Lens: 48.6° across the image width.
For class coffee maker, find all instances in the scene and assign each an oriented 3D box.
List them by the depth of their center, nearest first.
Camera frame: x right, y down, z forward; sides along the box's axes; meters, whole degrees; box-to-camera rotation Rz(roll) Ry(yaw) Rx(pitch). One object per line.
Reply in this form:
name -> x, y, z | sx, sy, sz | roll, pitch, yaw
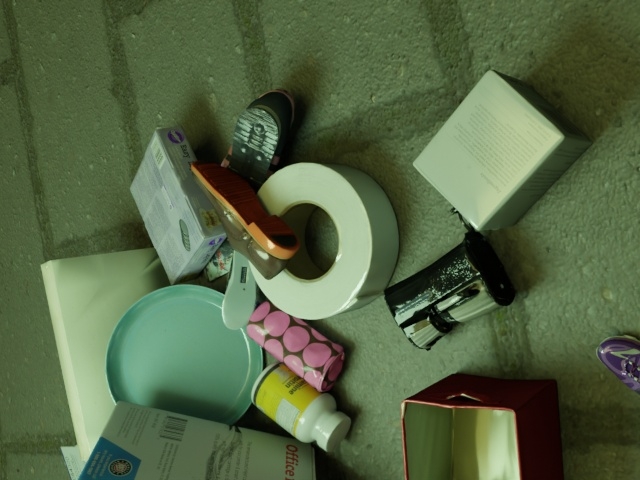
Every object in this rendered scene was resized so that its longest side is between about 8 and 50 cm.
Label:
coffee maker -> 0.203, 0.069, 1.169 | 0.178, 0.120, 0.171 | -34, 51, 31

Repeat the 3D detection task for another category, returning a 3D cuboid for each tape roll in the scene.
tape roll -> 0.000, 0.000, 1.300 | 0.286, 0.100, 0.286 | 3, 95, 35

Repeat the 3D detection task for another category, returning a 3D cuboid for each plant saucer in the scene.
plant saucer -> -0.277, 0.250, 1.455 | 0.317, 0.044, 0.318 | 0, 84, -4

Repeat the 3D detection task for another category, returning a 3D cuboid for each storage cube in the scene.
storage cube -> 0.252, 0.322, 1.092 | 0.183, 0.193, 0.215 | -4, 92, 35

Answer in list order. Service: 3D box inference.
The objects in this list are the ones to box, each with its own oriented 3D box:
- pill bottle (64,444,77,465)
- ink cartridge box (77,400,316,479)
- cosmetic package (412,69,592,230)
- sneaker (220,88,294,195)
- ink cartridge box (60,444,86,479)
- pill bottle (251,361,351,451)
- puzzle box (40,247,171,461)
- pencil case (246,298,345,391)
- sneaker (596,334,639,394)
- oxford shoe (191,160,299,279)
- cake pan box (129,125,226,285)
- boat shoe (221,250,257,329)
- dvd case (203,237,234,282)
pill bottle -> -0.575, 0.563, 1.767 | 0.120, 0.067, 0.067 | 23, 106, 32
ink cartridge box -> -0.216, 0.461, 1.272 | 0.394, 0.285, 0.166 | 14, 104, -5
cosmetic package -> 0.272, -0.131, 1.067 | 0.151, 0.151, 0.184 | 50, 117, 22
sneaker -> -0.127, -0.158, 1.388 | 0.112, 0.131, 0.319 | 34, 135, -2
ink cartridge box -> -0.442, 0.608, 1.642 | 0.330, 0.071, 0.324 | -13, 97, 41
pill bottle -> -0.036, 0.317, 1.348 | 0.184, 0.103, 0.103 | 30, 110, 29
puzzle box -> -0.418, 0.227, 1.505 | 0.052, 0.272, 0.409 | -18, 83, 42
pencil case -> -0.045, 0.195, 1.358 | 0.209, 0.095, 0.098 | 34, 74, 26
sneaker -> 0.469, 0.199, 1.005 | 0.170, 0.071, 0.068 | 40, 115, 27
oxford shoe -> -0.158, -0.041, 1.293 | 0.271, 0.097, 0.098 | 47, 124, 23
cake pan box -> -0.303, -0.071, 1.478 | 0.267, 0.070, 0.246 | 63, 143, 15
boat shoe -> -0.154, 0.084, 1.418 | 0.065, 0.083, 0.183 | 11, 92, -4
dvd case -> -0.209, 0.029, 1.502 | 0.119, 0.013, 0.087 | -26, 79, 34
